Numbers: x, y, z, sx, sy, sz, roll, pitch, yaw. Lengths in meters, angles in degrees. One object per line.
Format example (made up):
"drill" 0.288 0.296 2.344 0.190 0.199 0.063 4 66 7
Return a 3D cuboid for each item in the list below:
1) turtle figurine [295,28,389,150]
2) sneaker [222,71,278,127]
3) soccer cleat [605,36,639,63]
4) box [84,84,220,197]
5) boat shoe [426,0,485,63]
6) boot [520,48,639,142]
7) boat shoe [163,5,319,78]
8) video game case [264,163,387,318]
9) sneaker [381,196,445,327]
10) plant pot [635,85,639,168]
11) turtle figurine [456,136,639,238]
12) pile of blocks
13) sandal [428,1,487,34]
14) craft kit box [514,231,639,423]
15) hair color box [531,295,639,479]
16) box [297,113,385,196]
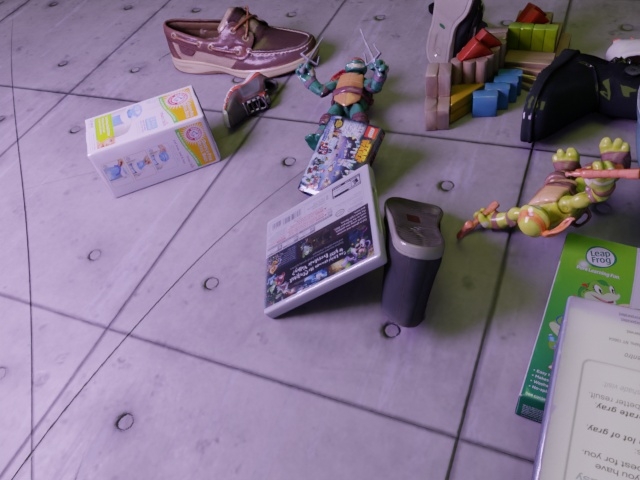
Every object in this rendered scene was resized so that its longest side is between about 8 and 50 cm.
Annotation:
"turtle figurine" 0.049 -0.266 0.990 0.175 0.118 0.234 -7 63 31
"sneaker" -0.132 -0.273 1.076 0.065 0.061 0.157 17 55 18
"soccer cleat" 0.599 -0.325 0.960 0.197 0.068 0.076 -9 52 14
"box" -0.297 -0.178 0.996 0.203 0.103 0.114 -20 48 -5
"boat shoe" 0.253 -0.413 1.000 0.079 0.233 0.084 -27 66 -16
"boot" 0.451 -0.221 0.874 0.207 0.094 0.246 20 50 32
"boat shoe" -0.174 -0.426 1.176 0.342 0.123 0.123 8 51 19
"video game case" 0.000 0.000 0.772 0.191 0.022 0.173 -28 42 26
"sneaker" 0.114 0.019 0.754 0.083 0.118 0.222 12 22 5
"plant pot" 0.529 -0.090 0.670 0.293 0.196 0.292 -9 49 10
"turtle figurine" 0.323 -0.060 0.725 0.217 0.270 0.087 -35 92 -33
"pile of blocks" 0.322 -0.320 0.980 0.362 0.112 0.149 -38 52 -20
"sandal" 0.284 -0.478 1.176 0.067 0.040 0.179 -24 48 -9
"craft kit box" 0.375 0.121 0.618 0.250 0.060 0.246 15 51 24
"hair color box" 0.261 0.249 0.447 0.186 0.113 0.374 12 62 22
"box" 0.033 -0.126 0.885 0.094 0.027 0.136 21 85 24
